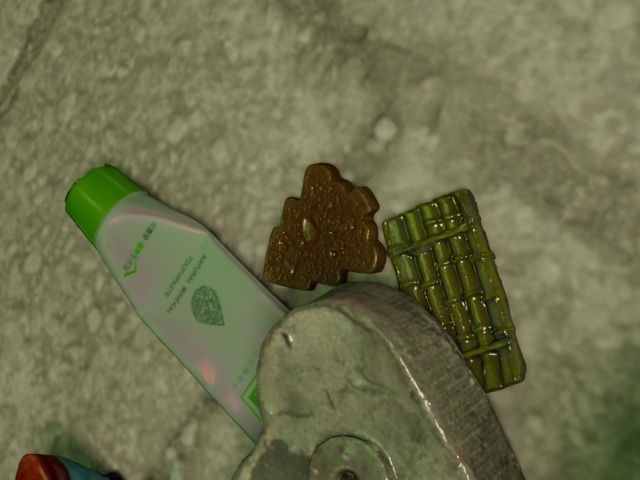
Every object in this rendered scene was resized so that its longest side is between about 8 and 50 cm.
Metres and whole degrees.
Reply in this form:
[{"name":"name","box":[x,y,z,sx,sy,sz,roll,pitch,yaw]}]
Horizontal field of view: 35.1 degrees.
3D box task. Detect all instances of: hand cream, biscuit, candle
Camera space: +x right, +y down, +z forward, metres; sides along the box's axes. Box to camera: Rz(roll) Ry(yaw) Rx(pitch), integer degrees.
[{"name":"hand cream","box":[-0.070,0.053,0.664,0.275,0.050,0.079,43,136,24]},{"name":"biscuit","box":[0.000,0.000,0.632,0.092,0.016,0.082,-43,70,24]},{"name":"candle","box":[0.034,0.127,0.557,0.168,0.068,0.192,19,108,25]}]

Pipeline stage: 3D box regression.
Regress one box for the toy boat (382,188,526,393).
[{"name":"toy boat","box":[0.075,0.033,0.579,0.063,0.016,0.115,-23,74,30]}]

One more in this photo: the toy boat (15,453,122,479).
[{"name":"toy boat","box":[-0.151,0.335,0.664,0.136,0.079,0.392,-11,81,35]}]
